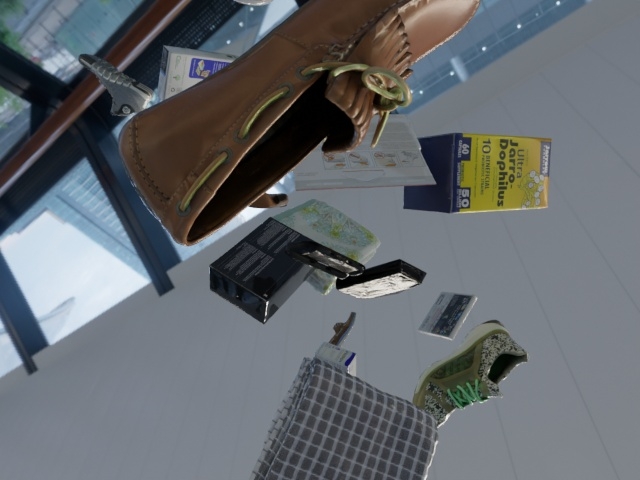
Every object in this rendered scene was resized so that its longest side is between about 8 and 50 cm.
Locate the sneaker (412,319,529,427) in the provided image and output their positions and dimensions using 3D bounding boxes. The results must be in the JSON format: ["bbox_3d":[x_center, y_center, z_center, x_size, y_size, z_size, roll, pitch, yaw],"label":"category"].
[{"bbox_3d":[0.435,0.413,1.244,0.410,0.158,0.182,-46,-163,-4],"label":"sneaker"}]

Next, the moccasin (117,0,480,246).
[{"bbox_3d":[0.005,-0.135,0.400,0.380,0.139,0.147,-35,-108,-14],"label":"moccasin"}]

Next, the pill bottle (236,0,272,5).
[{"bbox_3d":[-0.127,-0.573,0.803,0.209,0.119,0.119,110,3,-56],"label":"pill bottle"}]

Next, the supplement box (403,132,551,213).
[{"bbox_3d":[0.426,-0.181,1.168,0.195,0.356,0.194,15,-72,62],"label":"supplement box"}]

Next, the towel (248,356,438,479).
[{"bbox_3d":[0.027,0.348,0.628,0.284,0.234,0.121,-66,-168,-18],"label":"towel"}]

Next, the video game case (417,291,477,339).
[{"bbox_3d":[0.468,0.274,1.585,0.190,0.022,0.173,-52,-161,-20],"label":"video game case"}]

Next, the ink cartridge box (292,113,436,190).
[{"bbox_3d":[0.070,-0.170,0.878,0.274,0.060,0.239,-3,-130,-7],"label":"ink cartridge box"}]

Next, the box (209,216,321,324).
[{"bbox_3d":[-0.142,0.071,1.154,0.184,0.103,0.261,27,-136,19],"label":"box"}]

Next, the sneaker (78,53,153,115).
[{"bbox_3d":[-0.642,-0.456,1.309,0.132,0.228,0.086,-54,-165,25],"label":"sneaker"}]

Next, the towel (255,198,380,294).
[{"bbox_3d":[0.000,0.000,1.489,0.374,0.320,0.090,-32,151,-47],"label":"towel"}]

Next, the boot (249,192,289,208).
[{"bbox_3d":[-0.131,-0.091,1.016,0.087,0.118,0.042,168,-83,-72],"label":"boot"}]

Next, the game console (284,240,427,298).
[{"bbox_3d":[0.081,0.068,1.050,0.213,0.361,0.044,-22,-125,41],"label":"game console"}]

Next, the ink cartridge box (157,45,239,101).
[{"bbox_3d":[-0.365,-0.537,1.427,0.065,0.332,0.166,46,-51,32],"label":"ink cartridge box"}]

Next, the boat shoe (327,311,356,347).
[{"bbox_3d":[0.081,0.357,1.698,0.183,0.066,0.066,-60,174,-12],"label":"boat shoe"}]

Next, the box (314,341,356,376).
[{"bbox_3d":[0.055,0.452,1.546,0.137,0.126,0.072,15,-144,26],"label":"box"}]
